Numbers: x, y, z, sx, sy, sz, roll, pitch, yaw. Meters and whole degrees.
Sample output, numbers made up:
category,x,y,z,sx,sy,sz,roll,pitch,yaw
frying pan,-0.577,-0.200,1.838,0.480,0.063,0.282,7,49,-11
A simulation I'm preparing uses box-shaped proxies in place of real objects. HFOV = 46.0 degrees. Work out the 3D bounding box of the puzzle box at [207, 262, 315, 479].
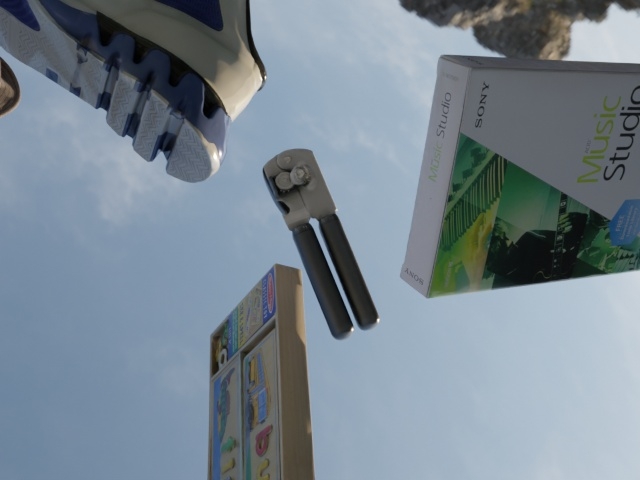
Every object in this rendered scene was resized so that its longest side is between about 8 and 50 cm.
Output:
category,x,y,z,sx,sy,sz,roll,pitch,yaw
puzzle box,-0.103,0.274,1.181,0.052,0.272,0.409,15,-130,-27

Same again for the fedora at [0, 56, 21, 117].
category,x,y,z,sx,sy,sz,roll,pitch,yaw
fedora,-0.575,-0.306,1.124,0.275,0.124,0.244,33,-148,3

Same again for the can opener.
category,x,y,z,sx,sy,sz,roll,pitch,yaw
can opener,0.000,0.000,1.025,0.074,0.093,0.280,-21,-109,-8

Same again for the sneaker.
category,x,y,z,sx,sy,sz,roll,pitch,yaw
sneaker,-0.169,-0.213,0.678,0.315,0.127,0.182,42,-122,-7

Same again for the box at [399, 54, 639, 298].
category,x,y,z,sx,sy,sz,roll,pitch,yaw
box,0.247,-0.067,0.783,0.322,0.232,0.058,-5,-154,-25
